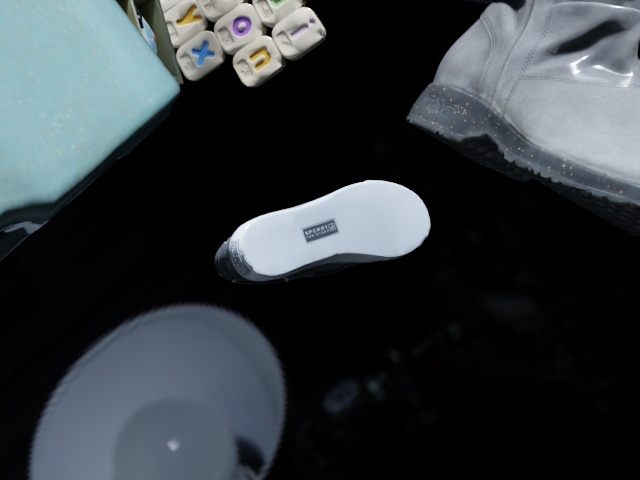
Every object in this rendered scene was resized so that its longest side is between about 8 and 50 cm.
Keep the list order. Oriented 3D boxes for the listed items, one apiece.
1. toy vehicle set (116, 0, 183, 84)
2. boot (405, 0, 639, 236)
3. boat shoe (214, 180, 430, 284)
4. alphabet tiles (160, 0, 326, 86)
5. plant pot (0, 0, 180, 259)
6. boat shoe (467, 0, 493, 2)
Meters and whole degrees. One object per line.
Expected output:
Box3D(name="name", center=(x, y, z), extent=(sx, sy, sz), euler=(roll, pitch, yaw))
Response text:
Box3D(name="toy vehicle set", center=(-0.222, -0.269, 1.263), extent=(0.166, 0.035, 0.266), euler=(-16, 90, -64))
Box3D(name="boot", center=(0.214, -0.135, 0.961), extent=(0.118, 0.222, 0.338), euler=(26, 4, -43))
Box3D(name="boat shoe", center=(0.000, 0.000, 1.277), extent=(0.076, 0.229, 0.080), euler=(-22, -93, 54))
Box3D(name="alphabet tiles", center=(-0.112, -0.365, 1.899), extent=(0.284, 0.278, 0.021), euler=(61, 18, 13))
Box3D(name="plant pot", center=(-0.262, -0.102, 0.577), extent=(0.334, 0.341, 0.341), euler=(49, -12, -8))
Box3D(name="boat shoe", center=(0.339, -0.311, 1.302), extent=(0.500, 0.156, 0.187), euler=(1, -22, 21))
